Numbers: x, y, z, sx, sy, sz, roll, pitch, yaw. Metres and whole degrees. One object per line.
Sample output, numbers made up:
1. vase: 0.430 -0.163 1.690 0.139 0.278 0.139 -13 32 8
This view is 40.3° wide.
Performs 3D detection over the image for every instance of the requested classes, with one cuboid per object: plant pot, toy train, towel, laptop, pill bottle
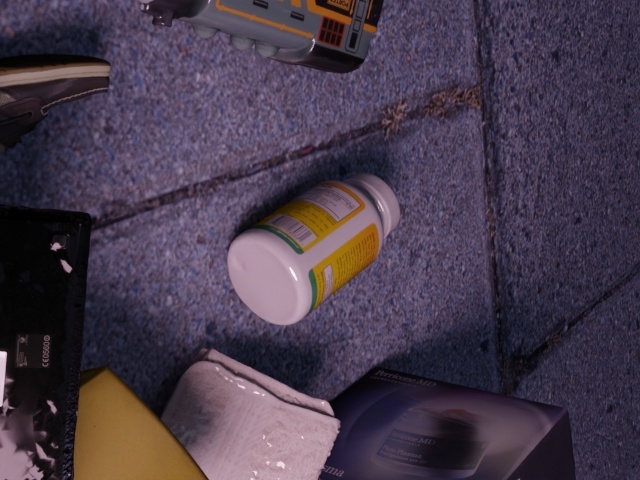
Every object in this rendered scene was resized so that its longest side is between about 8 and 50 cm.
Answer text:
1. plant pot: -0.229 0.223 0.706 0.212 0.212 0.187 -38 110 -58
2. toy train: -0.056 -0.289 0.905 0.334 0.142 0.190 3 103 -49
3. towel: -0.107 0.270 0.912 0.187 0.049 0.282 26 72 -9
4. laptop: -0.304 0.084 0.583 0.264 0.136 0.234 4 93 -22
5. pill bottle: 0.000 0.000 1.018 0.208 0.118 0.117 -37 122 -40

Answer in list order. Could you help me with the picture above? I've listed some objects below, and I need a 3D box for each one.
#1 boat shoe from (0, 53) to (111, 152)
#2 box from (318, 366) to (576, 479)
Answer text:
1. boat shoe: -0.275 -0.108 0.718 0.224 0.080 0.073 -20 116 -41
2. box: 0.110 0.314 1.056 0.294 0.296 0.182 -30 117 -44
